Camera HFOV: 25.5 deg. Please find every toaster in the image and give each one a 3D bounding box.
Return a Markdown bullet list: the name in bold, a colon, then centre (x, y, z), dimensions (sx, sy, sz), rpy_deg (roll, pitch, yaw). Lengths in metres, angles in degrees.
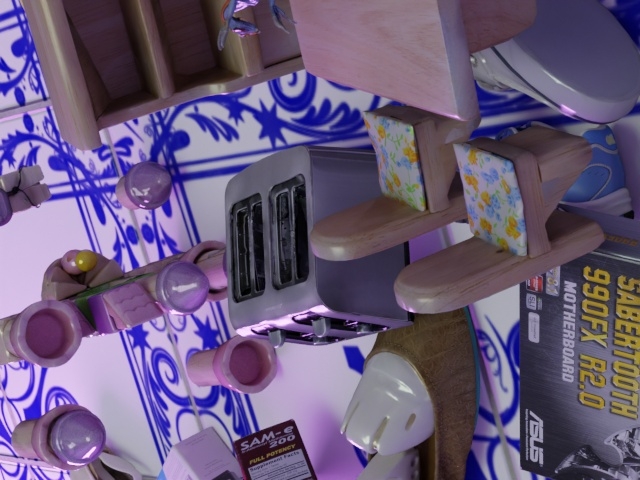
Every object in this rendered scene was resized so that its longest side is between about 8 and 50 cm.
- **toaster**: centre (0.000, 0.000, 1.274), dimensions (0.168, 0.110, 0.186), rpy_deg (-18, 71, 56)

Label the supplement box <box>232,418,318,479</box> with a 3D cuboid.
- **supplement box**: centre (-0.012, 0.316, 1.423), dimensions (0.130, 0.073, 0.239), rpy_deg (76, 172, -50)

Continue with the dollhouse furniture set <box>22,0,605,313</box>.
- **dollhouse furniture set**: centre (-0.036, -0.160, 1.011), dimensions (0.394, 0.256, 0.362), rpy_deg (28, 135, 60)

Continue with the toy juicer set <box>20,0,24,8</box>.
- **toy juicer set**: centre (-0.367, -0.403, 1.552), dimensions (0.329, 0.089, 0.209), rpy_deg (44, 137, 27)

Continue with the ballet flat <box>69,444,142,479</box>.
- **ballet flat**: centre (-0.237, 0.344, 1.807), dimensions (0.248, 0.086, 0.086), rpy_deg (39, 135, 32)

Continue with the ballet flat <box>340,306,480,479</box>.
- **ballet flat**: centre (0.073, 0.198, 1.315), dimensions (0.116, 0.124, 0.342), rpy_deg (28, 128, 39)

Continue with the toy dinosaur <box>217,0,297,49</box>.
- **toy dinosaur**: centre (-0.036, -0.159, 0.886), dimensions (0.082, 0.047, 0.090), rpy_deg (-4, 77, 56)

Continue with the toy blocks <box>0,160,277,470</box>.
- **toy blocks**: centre (-0.196, 0.047, 1.427), dimensions (0.260, 0.288, 0.309), rpy_deg (-14, 95, 58)

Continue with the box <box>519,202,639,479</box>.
- **box**: centre (0.242, 0.097, 1.060), dimensions (0.183, 0.056, 0.231), rpy_deg (15, 128, 28)

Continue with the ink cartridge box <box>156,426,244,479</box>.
- **ink cartridge box**: centre (-0.112, 0.322, 1.654), dimensions (0.180, 0.060, 0.104), rpy_deg (50, 139, 21)

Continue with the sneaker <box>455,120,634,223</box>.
- **sneaker**: centre (0.154, -0.055, 1.134), dimensions (0.211, 0.080, 0.081), rpy_deg (5, 106, 39)

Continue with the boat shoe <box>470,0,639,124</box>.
- **boat shoe**: centre (0.135, -0.159, 1.079), dimensions (0.267, 0.096, 0.088), rpy_deg (43, 143, 30)
